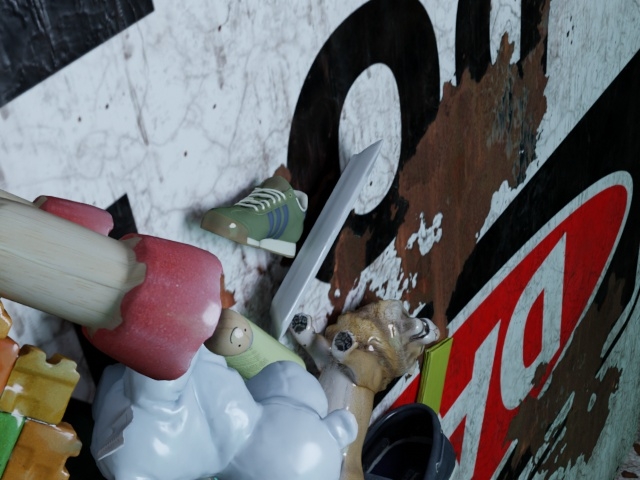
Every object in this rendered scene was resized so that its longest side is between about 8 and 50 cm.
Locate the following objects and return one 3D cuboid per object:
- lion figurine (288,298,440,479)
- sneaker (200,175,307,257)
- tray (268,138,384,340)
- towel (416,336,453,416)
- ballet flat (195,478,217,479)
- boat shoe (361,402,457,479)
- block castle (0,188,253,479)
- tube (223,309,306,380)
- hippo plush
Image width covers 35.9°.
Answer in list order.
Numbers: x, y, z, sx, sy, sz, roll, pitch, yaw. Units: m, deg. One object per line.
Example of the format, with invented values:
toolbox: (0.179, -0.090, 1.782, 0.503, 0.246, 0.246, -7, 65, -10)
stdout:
lion figurine: (0.028, 0.246, 1.343, 0.240, 0.142, 0.392, 46, 61, -56)
sneaker: (-0.069, -0.036, 1.124, 0.192, 0.064, 0.086, 18, 93, -67)
tray: (0.000, 0.000, 1.247, 0.270, 0.030, 0.145, -61, 178, -16)
towel: (0.194, 0.295, 1.787, 0.102, 0.021, 0.237, -20, 123, -60)
ballet flat: (-0.169, 0.229, 1.125, 0.068, 0.072, 0.213, -25, 132, -16)
boat shoe: (0.062, 0.426, 1.494, 0.500, 0.187, 0.156, -44, 136, -46)
block castle: (-0.243, 0.183, 0.661, 0.213, 0.303, 0.453, 24, 86, -31)
tube: (-0.088, 0.126, 1.165, 0.070, 0.062, 0.240, -46, 148, -1)
hippo plush: (-0.082, 0.151, 0.933, 0.294, 0.237, 0.234, -112, -139, -69)
